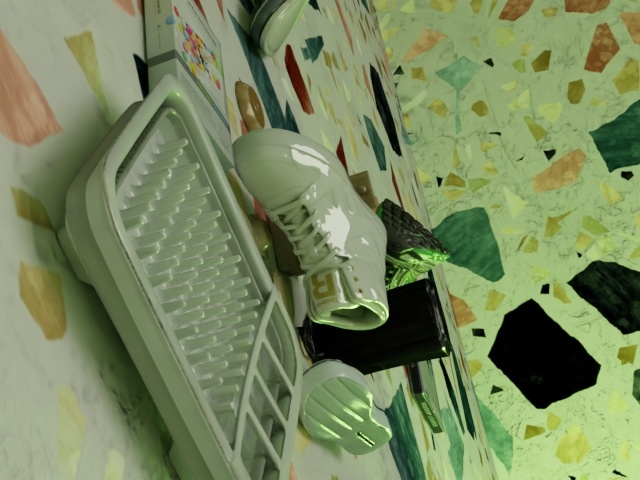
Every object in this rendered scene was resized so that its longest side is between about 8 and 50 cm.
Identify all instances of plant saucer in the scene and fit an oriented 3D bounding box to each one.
[{"bbox_3d":[-0.094,-0.181,1.372,0.083,0.015,0.083,-16,90,-79],"label":"plant saucer"}]

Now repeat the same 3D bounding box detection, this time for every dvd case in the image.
[{"bbox_3d":[0.216,0.272,2.155,0.179,0.029,0.238,61,18,-48],"label":"dvd case"}]

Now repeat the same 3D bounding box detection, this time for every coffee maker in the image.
[{"bbox_3d":[0.081,0.129,1.355,0.171,0.178,0.120,-26,98,-78],"label":"coffee maker"}]

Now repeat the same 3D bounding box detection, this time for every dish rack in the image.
[{"bbox_3d":[-0.111,0.048,0.843,0.285,0.072,0.333,-80,151,-64],"label":"dish rack"}]

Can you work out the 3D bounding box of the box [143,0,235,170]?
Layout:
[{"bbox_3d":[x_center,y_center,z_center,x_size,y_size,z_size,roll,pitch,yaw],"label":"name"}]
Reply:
[{"bbox_3d":[-0.144,-0.185,1.090,0.145,0.038,0.186,57,19,-55],"label":"box"}]

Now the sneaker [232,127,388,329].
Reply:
[{"bbox_3d":[0.000,0.000,1.207,0.292,0.108,0.169,40,36,-42],"label":"sneaker"}]

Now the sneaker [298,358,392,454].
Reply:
[{"bbox_3d":[0.017,0.194,1.242,0.091,0.094,0.258,59,-1,31],"label":"sneaker"}]

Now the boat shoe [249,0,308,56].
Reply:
[{"bbox_3d":[-0.079,-0.385,1.607,0.099,0.116,0.319,28,29,-4],"label":"boat shoe"}]

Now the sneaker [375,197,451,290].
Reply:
[{"bbox_3d":[0.114,0.036,1.609,0.134,0.146,0.343,40,-5,8],"label":"sneaker"}]

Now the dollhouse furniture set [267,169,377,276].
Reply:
[{"bbox_3d":[0.008,-0.030,1.368,0.151,0.123,0.144,36,39,-71],"label":"dollhouse furniture set"}]

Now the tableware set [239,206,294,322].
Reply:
[{"bbox_3d":[-0.071,0.030,1.180,0.169,0.020,0.141,16,57,-74],"label":"tableware set"}]
